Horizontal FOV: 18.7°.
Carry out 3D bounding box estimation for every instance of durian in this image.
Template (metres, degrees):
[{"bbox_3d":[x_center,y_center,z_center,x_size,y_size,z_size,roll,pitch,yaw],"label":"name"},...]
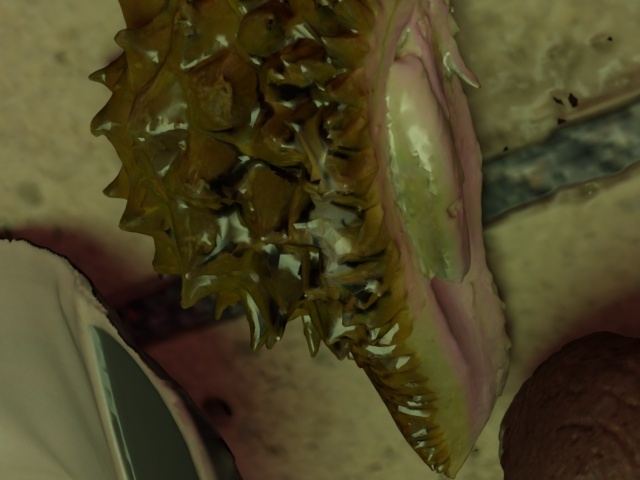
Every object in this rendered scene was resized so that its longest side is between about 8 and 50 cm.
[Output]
[{"bbox_3d":[0.004,0.004,0.622,0.140,0.078,0.224,-17,117,19],"label":"durian"}]

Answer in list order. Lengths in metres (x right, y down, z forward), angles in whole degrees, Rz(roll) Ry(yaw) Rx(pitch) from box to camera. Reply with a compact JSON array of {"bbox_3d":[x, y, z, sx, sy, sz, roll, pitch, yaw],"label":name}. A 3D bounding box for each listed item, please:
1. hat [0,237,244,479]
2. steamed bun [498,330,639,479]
[{"bbox_3d":[-0.114,0.137,0.695,0.232,0.161,0.275,-16,95,7],"label":"hat"},{"bbox_3d":[0.126,0.104,0.611,0.145,0.175,0.106,38,94,-21],"label":"steamed bun"}]
